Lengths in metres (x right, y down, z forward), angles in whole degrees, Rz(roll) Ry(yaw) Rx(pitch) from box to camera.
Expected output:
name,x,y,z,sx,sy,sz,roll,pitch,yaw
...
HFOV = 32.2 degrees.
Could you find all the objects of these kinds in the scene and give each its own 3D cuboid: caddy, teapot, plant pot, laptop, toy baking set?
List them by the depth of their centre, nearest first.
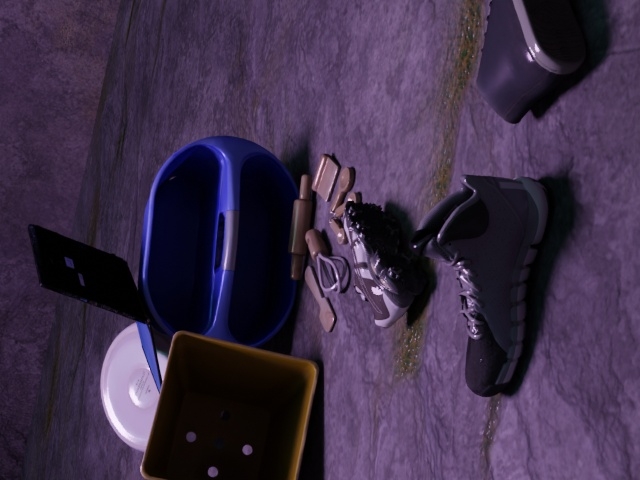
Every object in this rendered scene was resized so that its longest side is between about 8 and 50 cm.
name,x,y,z,sx,sy,sz,roll,pitch,yaw
plant pot,-0.138,0.278,1.610,0.187,0.212,0.212,116,166,-65
toy baking set,-0.002,-0.002,1.620,0.196,0.030,0.256,-171,89,-68
laptop,-0.342,0.115,1.701,0.137,0.264,0.234,-61,27,11
caddy,-0.158,0.011,1.722,0.179,0.241,0.342,156,119,-69
teapot,-0.245,0.245,1.942,0.256,0.187,0.253,-26,75,33

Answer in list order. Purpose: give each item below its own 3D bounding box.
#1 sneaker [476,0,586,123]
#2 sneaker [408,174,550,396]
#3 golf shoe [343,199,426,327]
name,x,y,z,sx,sy,sz,roll,pitch,yaw
sneaker,0.196,-0.238,1.153,0.118,0.083,0.222,130,141,-53
sneaker,0.142,0.040,1.117,0.086,0.132,0.229,-161,81,-68
golf shoe,0.063,0.026,1.392,0.198,0.077,0.094,-109,35,-51
